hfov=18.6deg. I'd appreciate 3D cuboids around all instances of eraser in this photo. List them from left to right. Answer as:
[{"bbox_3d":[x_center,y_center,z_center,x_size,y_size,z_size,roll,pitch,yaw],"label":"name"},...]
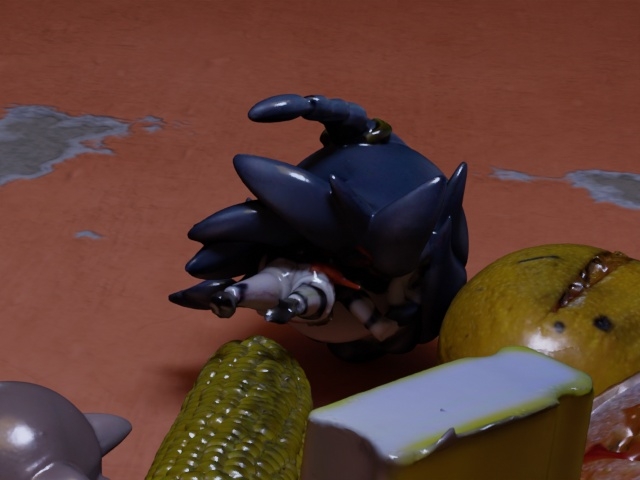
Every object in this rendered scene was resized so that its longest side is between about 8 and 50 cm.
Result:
[{"bbox_3d":[0.057,0.171,0.983,0.158,0.226,0.069,-14,29,-41],"label":"eraser"}]

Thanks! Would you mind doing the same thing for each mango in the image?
[{"bbox_3d":[0.185,0.065,1.401,0.177,0.120,0.295,13,24,20],"label":"mango"}]

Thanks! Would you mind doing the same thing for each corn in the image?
[{"bbox_3d":[-0.052,0.145,1.206,0.101,0.102,0.310,6,17,6],"label":"corn"}]

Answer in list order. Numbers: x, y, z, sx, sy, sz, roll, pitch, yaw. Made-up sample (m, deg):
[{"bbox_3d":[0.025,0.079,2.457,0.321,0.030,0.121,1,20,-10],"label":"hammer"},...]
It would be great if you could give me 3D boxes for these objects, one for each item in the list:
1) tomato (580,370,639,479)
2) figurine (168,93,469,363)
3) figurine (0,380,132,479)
[{"bbox_3d":[0.285,0.165,1.094,0.338,0.144,0.338,-14,19,5],"label":"tomato"},{"bbox_3d":[0.013,0.002,1.394,0.175,0.197,0.265,31,-8,14],"label":"figurine"},{"bbox_3d":[-0.186,0.145,1.169,0.138,0.125,0.125,-10,21,7],"label":"figurine"}]
